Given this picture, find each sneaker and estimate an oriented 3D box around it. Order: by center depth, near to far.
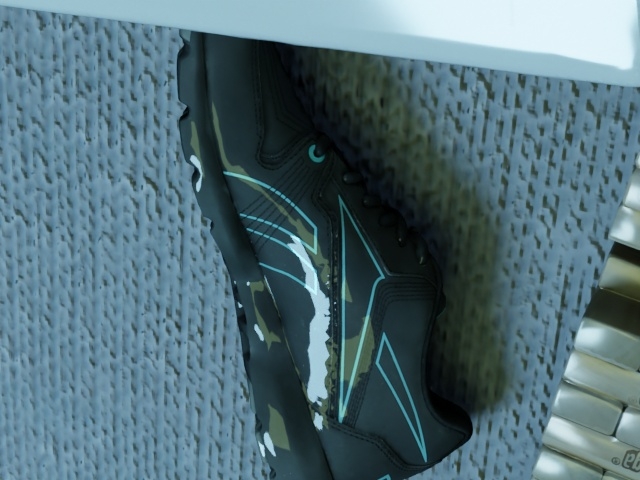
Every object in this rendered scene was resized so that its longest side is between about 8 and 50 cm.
[{"bbox_3d":[0.000,0.000,0.641,0.106,0.101,0.267,-14,105,3],"label":"sneaker"}]

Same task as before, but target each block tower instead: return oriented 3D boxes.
[{"bbox_3d":[0.168,0.015,0.564,0.097,0.091,0.336,22,117,15],"label":"block tower"}]

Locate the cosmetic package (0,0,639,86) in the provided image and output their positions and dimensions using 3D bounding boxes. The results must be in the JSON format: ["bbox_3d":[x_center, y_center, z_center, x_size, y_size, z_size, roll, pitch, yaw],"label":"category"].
[{"bbox_3d":[-0.068,-0.209,0.468,0.453,0.161,0.230,12,122,31],"label":"cosmetic package"}]
